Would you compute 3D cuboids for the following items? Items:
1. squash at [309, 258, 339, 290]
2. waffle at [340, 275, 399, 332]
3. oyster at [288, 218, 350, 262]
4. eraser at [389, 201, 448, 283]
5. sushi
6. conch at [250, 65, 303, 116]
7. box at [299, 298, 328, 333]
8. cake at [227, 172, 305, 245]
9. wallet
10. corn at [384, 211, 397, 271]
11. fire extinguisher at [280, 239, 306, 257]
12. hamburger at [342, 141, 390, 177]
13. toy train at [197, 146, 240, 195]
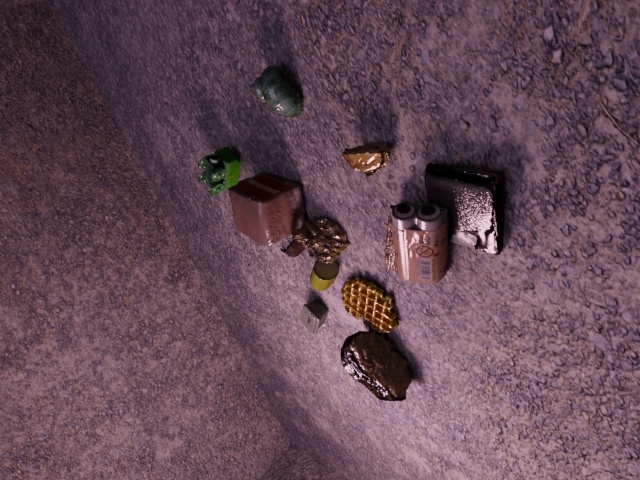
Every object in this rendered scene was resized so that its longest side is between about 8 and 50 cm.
[{"bbox_3d":[0.010,0.168,1.832,0.123,0.123,0.187,45,148,18],"label":"squash"},{"bbox_3d":[0.202,0.281,1.724,0.283,0.065,0.309,59,148,-2],"label":"waffle"},{"bbox_3d":[0.000,0.000,1.696,0.223,0.083,0.214,-37,97,34],"label":"oyster"},{"bbox_3d":[0.311,0.015,1.268,0.171,0.087,0.291,4,139,21],"label":"eraser"},{"bbox_3d":[0.250,0.545,1.761,0.350,0.211,0.171,50,142,1],"label":"sushi"},{"bbox_3d":[-0.162,-0.539,1.465,0.188,0.122,0.176,46,170,22],"label":"conch"},{"bbox_3d":[-0.030,0.387,2.081,0.124,0.092,0.172,42,144,21],"label":"box"},{"bbox_3d":[-0.242,-0.147,1.790,0.308,0.237,0.230,23,130,44],"label":"cake"},{"bbox_3d":[0.411,-0.089,1.155,0.220,0.071,0.262,18,138,43],"label":"wallet"},{"bbox_3d":[0.266,0.005,1.389,0.092,0.092,0.281,33,140,32],"label":"corn"},{"bbox_3d":[-0.112,0.018,1.895,0.089,0.072,0.267,37,147,-8],"label":"fire extinguisher"},{"bbox_3d":[0.161,-0.264,1.318,0.176,0.087,0.102,5,134,41],"label":"hamburger"},{"bbox_3d":[-0.493,-0.339,1.985,0.132,0.188,0.243,45,146,15],"label":"toy train"}]
